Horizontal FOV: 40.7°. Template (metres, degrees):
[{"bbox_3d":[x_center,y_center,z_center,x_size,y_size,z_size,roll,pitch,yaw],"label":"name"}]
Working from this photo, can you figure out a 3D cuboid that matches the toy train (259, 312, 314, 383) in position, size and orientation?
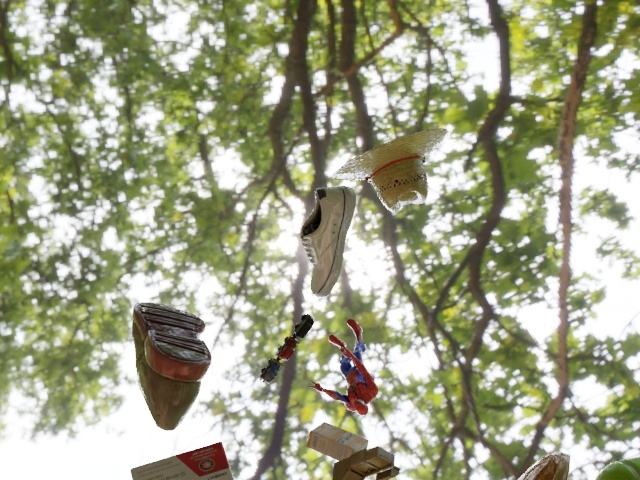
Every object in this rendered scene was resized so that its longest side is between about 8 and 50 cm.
[{"bbox_3d":[-0.063,0.207,1.628,0.158,0.027,0.036,-53,-157,4],"label":"toy train"}]

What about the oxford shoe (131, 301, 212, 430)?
[{"bbox_3d":[-0.254,0.187,1.374,0.348,0.123,0.130,-132,-122,-75],"label":"oxford shoe"}]

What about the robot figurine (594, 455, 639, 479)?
[{"bbox_3d":[0.283,0.216,0.731,0.101,0.115,0.067,109,-28,-61],"label":"robot figurine"}]

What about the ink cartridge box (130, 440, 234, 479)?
[{"bbox_3d":[-0.251,0.571,1.724,0.114,0.197,0.273,99,-27,-55],"label":"ink cartridge box"}]

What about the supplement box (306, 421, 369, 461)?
[{"bbox_3d":[0.033,0.379,1.610,0.098,0.062,0.036,18,-76,23],"label":"supplement box"}]

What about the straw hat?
[{"bbox_3d":[0.084,-0.063,0.911,0.144,0.144,0.061,-27,-99,45],"label":"straw hat"}]

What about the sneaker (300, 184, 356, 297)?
[{"bbox_3d":[0.000,0.000,1.782,0.094,0.091,0.258,-118,-144,-60],"label":"sneaker"}]

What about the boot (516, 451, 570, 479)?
[{"bbox_3d":[0.040,0.244,0.647,0.211,0.295,0.104,24,-24,26],"label":"boot"}]

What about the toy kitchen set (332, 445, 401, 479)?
[{"bbox_3d":[0.067,0.325,1.130,0.083,0.068,0.075,-33,-145,37],"label":"toy kitchen set"}]

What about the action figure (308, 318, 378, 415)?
[{"bbox_3d":[0.045,0.258,1.824,0.091,0.139,0.280,-44,-153,16],"label":"action figure"}]
